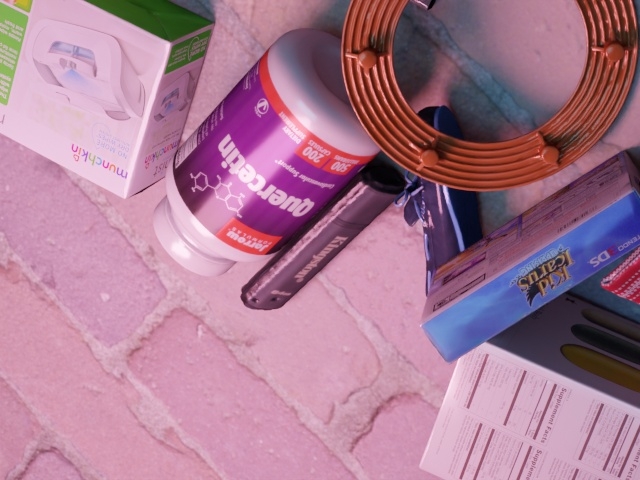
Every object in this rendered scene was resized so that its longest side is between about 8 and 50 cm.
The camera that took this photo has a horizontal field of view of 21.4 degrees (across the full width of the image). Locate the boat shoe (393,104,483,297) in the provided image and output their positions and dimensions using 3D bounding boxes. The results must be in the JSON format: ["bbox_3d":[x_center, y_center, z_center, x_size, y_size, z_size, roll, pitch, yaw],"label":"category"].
[{"bbox_3d":[0.135,-0.033,2.036,0.089,0.109,0.258,-2,106,27],"label":"boat shoe"}]

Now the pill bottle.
[{"bbox_3d":[-0.066,-0.097,2.070,0.181,0.181,0.323,47,123,4],"label":"pill bottle"}]

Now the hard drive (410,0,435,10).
[{"bbox_3d":[0.090,-0.343,1.987,0.135,0.022,0.094,31,120,13],"label":"hard drive"}]

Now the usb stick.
[{"bbox_3d":[0.000,0.000,2.139,0.278,0.077,0.045,-43,64,33],"label":"usb stick"}]

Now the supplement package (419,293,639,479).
[{"bbox_3d":[0.290,0.201,1.984,0.263,0.199,0.198,23,118,13],"label":"supplement package"}]

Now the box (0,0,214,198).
[{"bbox_3d":[-0.299,-0.220,2.179,0.262,0.127,0.231,28,118,14],"label":"box"}]

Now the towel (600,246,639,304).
[{"bbox_3d":[0.463,0.024,1.829,0.275,0.031,0.199,18,130,-31],"label":"towel"}]

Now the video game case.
[{"bbox_3d":[0.243,0.014,1.872,0.269,0.244,0.061,-33,97,13],"label":"video game case"}]

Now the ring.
[{"bbox_3d":[0.191,-0.210,1.897,0.337,0.032,0.336,0,112,0],"label":"ring"}]
